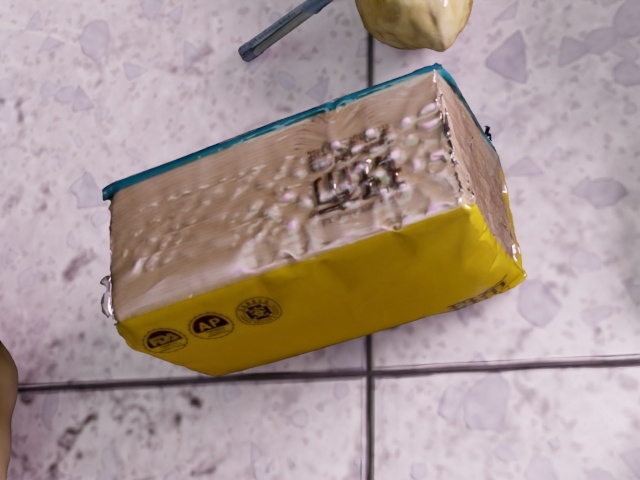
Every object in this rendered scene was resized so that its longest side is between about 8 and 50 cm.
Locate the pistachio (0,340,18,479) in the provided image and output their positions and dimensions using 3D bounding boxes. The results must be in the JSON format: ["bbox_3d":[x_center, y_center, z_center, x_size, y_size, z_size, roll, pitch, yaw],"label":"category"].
[{"bbox_3d":[-0.427,0.176,0.932,0.365,0.281,0.445,40,105,18],"label":"pistachio"}]

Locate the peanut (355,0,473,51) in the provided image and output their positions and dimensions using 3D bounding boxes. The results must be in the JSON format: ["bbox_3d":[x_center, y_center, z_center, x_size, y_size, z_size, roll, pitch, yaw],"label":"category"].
[{"bbox_3d":[0.058,-0.238,0.940,0.098,0.103,0.229,-34,62,21],"label":"peanut"}]

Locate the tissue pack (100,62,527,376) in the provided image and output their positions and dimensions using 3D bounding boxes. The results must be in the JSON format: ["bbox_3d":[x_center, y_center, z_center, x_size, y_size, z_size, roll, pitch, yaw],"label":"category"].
[{"bbox_3d":[0.000,0.000,0.841,0.270,0.192,0.134,-19,67,17],"label":"tissue pack"}]

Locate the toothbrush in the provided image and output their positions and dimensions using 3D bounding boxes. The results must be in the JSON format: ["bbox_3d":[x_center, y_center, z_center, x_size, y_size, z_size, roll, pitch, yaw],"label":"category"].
[{"bbox_3d":[-0.007,-0.195,0.934,0.219,0.016,0.019,-25,71,52],"label":"toothbrush"}]
